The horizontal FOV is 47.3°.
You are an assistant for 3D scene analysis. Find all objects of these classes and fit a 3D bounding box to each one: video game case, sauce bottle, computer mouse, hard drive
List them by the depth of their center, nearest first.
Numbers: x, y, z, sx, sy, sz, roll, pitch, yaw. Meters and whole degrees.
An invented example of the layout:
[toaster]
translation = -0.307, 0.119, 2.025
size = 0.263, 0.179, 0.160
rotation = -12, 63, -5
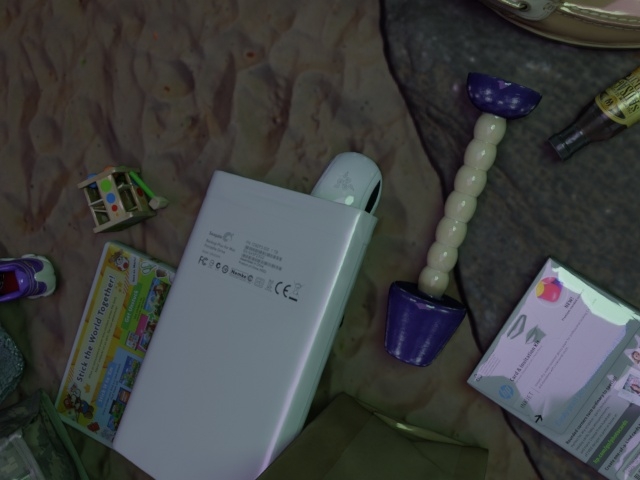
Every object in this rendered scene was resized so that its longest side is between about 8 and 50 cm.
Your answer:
[sauce bottle]
translation = 0.266, -0.117, 0.652
size = 0.128, 0.042, 0.042
rotation = -37, 83, 16
[hard drive]
translation = -0.082, 0.096, 0.714
size = 0.203, 0.040, 0.307
rotation = 18, 87, 39
[computer mouse]
translation = 0.000, 0.000, 0.747
size = 0.106, 0.042, 0.193
rotation = 25, 101, 16
[video game case]
translation = -0.187, 0.142, 0.828
size = 0.206, 0.026, 0.227
rotation = 24, 102, 15

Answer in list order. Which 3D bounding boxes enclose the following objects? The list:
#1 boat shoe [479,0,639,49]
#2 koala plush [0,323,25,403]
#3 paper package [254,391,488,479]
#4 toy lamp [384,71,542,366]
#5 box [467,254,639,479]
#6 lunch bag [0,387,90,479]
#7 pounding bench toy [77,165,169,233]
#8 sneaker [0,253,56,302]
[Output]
[boat shoe]
translation = 0.177, -0.254, 0.634
size = 0.341, 0.110, 0.121
rotation = 21, 100, 16
[koala plush]
translation = -0.480, 0.142, 0.786
size = 0.196, 0.221, 0.203
rotation = 11, 134, 19
[paper package]
translation = 0.008, 0.339, 0.629
size = 0.168, 0.309, 0.324
rotation = 18, 100, 14
[toy lamp]
translation = 0.127, -0.014, 0.686
size = 0.080, 0.080, 0.274
rotation = 21, 101, 15
[box]
translation = 0.254, 0.124, 0.677
size = 0.186, 0.038, 0.145
rotation = 33, 103, 12
[lunch bag]
translation = -0.356, 0.353, 0.792
size = 0.235, 0.169, 0.287
rotation = -24, 103, -7
[pounding bench toy]
translation = -0.213, -0.054, 0.806
size = 0.083, 0.052, 0.065
rotation = -21, 87, 18
[sneaker]
translation = -0.400, 0.048, 0.865
size = 0.170, 0.071, 0.068
rotation = -11, 91, 19
